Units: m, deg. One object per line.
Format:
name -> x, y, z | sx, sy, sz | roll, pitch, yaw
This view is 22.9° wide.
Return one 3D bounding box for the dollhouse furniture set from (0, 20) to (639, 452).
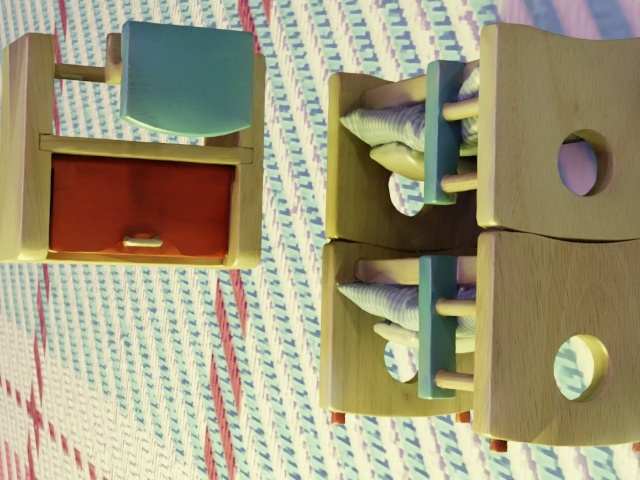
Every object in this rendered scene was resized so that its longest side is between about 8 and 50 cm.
dollhouse furniture set -> 0.000, 0.000, 0.511 | 0.129, 0.184, 0.129 | 175, 96, -67
